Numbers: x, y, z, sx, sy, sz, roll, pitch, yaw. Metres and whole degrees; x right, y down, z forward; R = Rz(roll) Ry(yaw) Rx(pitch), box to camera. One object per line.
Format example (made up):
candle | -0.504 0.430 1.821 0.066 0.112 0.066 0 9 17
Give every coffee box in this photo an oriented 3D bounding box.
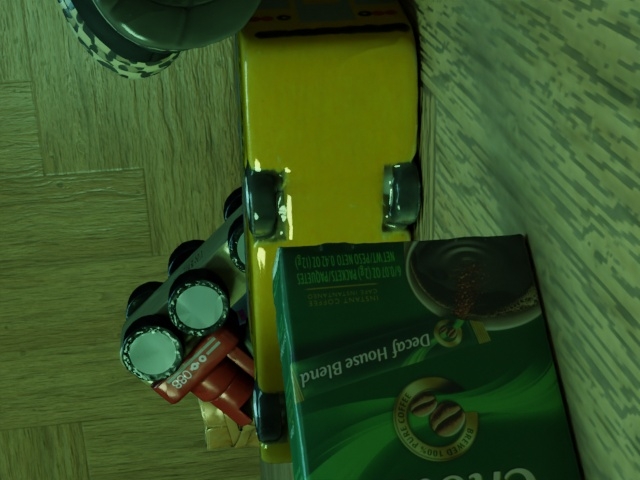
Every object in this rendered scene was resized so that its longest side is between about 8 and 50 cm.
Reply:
coffee box | 0.045 0.088 0.414 0.040 0.113 0.184 107 159 -64

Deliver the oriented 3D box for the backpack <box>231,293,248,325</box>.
backpack | -0.058 0.087 1.119 0.115 0.152 0.181 -74 -30 -66

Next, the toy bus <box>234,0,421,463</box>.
toy bus | 0.000 0.000 0.716 0.130 0.108 0.332 -105 13 -55

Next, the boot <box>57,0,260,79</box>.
boot | -0.127 -0.287 0.654 0.284 0.138 0.377 180 78 -76

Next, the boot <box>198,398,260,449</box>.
boot | -0.071 0.168 1.228 0.073 0.153 0.197 -112 19 -68

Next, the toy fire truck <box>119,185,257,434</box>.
toy fire truck | -0.042 0.104 0.996 0.246 0.217 0.158 43 -173 -19
